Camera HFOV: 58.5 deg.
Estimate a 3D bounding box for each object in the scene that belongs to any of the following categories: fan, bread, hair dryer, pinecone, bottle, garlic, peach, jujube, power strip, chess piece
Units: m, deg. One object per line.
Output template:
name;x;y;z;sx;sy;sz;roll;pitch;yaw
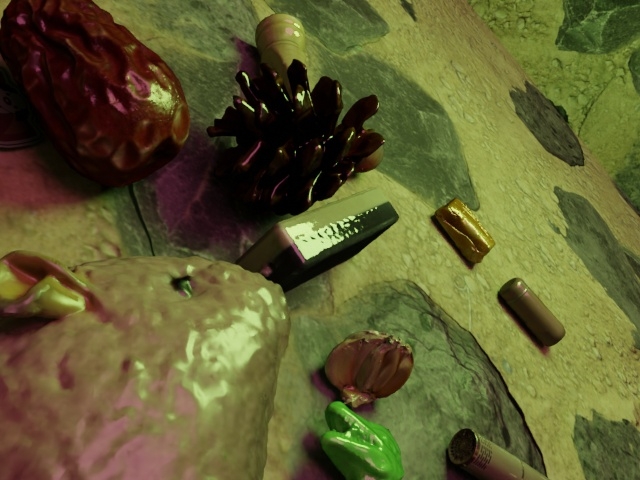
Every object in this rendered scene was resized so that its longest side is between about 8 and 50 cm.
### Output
fan;-0.389;-0.134;0.557;0.132;0.009;0.220;54;35;11
bread;0.279;-0.019;1.101;0.132;0.053;0.074;50;32;2
hair dryer;0.246;0.376;0.711;0.195;0.053;0.220;35;39;-19
pinecone;-0.040;-0.137;0.754;0.201;0.202;0.229;33;51;-13
bottle;0.404;0.135;1.089;0.140;0.053;0.053;49;36;0
garlic;0.060;0.151;0.705;0.113;0.094;0.074;16;7;-29
peach;0.070;-0.156;0.988;0.083;0.083;0.083;27;42;-27
jujube;-0.247;-0.168;0.623;0.230;0.155;0.155;46;36;10
power strip;0.000;0.000;0.752;0.070;0.105;0.256;54;37;8
chess piece;-0.062;-0.291;0.964;0.090;0.090;0.201;21;44;-32

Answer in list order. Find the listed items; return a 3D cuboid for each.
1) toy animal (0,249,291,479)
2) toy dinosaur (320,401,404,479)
toy animal;-0.151;0.151;0.395;0.226;0.188;0.359;23;44;-16
toy dinosaur;0.163;0.427;0.558;0.500;0.144;0.374;41;25;-16
